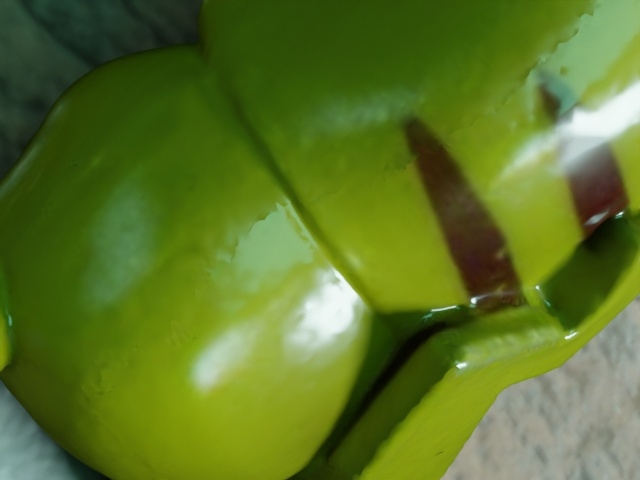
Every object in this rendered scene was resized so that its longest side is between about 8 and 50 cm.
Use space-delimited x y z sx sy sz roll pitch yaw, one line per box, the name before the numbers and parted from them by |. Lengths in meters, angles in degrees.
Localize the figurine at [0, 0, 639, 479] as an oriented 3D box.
figurine | 0.006 -0.005 0.461 0.327 0.169 0.218 -34 139 3
